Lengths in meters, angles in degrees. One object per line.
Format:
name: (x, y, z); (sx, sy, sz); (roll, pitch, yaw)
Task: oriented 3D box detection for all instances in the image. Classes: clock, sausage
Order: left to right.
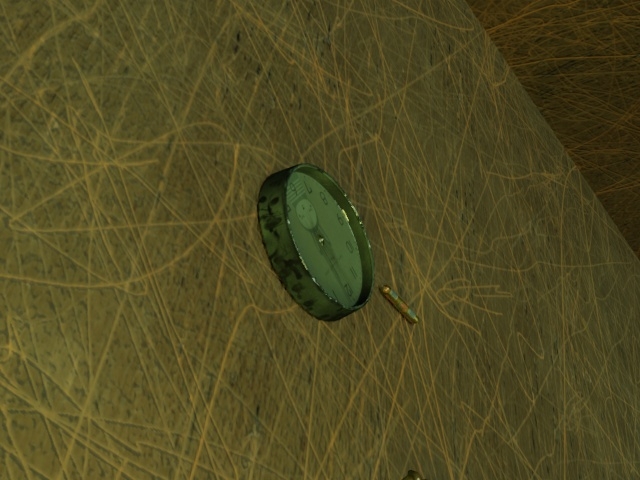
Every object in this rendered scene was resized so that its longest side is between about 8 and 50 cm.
clock: (0.000, 0.000, 1.233); (0.215, 0.042, 0.215); (41, 36, -40)
sausage: (0.120, 0.097, 1.396); (0.100, 0.015, 0.015); (46, 34, -34)

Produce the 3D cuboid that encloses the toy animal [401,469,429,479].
toy animal: (0.158, 0.434, 1.124); (0.312, 0.097, 0.157); (68, 21, 1)
